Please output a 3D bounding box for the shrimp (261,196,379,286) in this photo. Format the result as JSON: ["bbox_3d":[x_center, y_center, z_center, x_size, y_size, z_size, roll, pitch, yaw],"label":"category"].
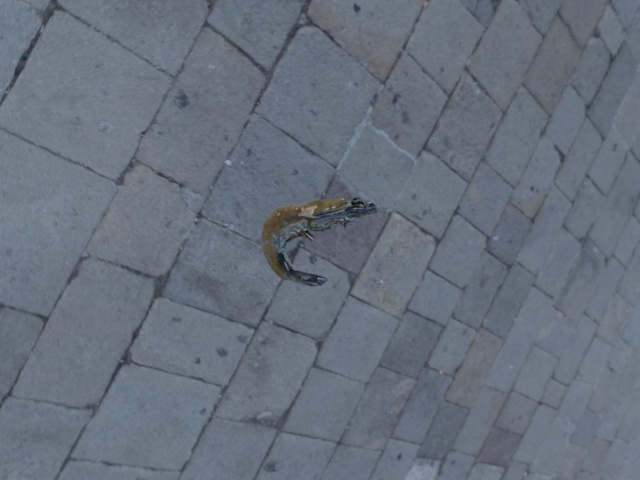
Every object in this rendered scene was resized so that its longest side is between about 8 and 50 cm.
[{"bbox_3d":[0.000,0.000,0.833,0.046,0.220,0.152,15,63,-73],"label":"shrimp"}]
